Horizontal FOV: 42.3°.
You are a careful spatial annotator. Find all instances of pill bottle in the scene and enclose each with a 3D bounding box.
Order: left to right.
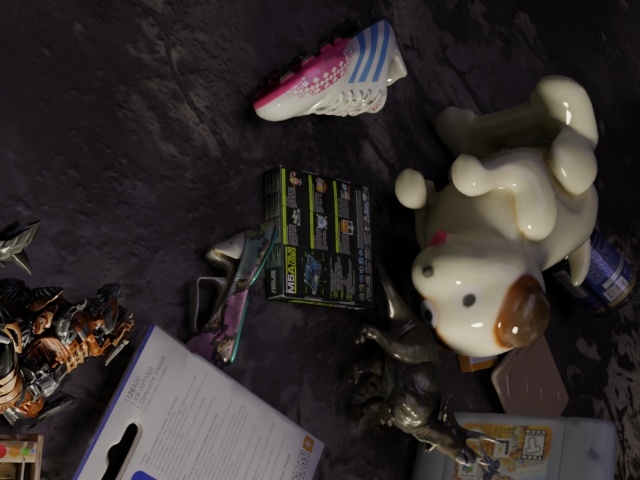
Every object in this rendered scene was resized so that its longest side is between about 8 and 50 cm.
[{"bbox_3d":[0.509,0.038,1.618,0.219,0.123,0.123,45,51,-11],"label":"pill bottle"}]

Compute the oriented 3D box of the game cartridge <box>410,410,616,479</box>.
[{"bbox_3d":[0.263,0.347,1.184,0.062,0.297,0.198,50,47,-38],"label":"game cartridge"}]

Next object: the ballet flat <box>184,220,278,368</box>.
[{"bbox_3d":[-0.119,0.054,1.060,0.079,0.077,0.222,26,60,-15],"label":"ballet flat"}]

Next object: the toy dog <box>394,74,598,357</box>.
[{"bbox_3d":[0.278,0.000,1.341,0.408,0.284,0.395,-57,129,-35],"label":"toy dog"}]

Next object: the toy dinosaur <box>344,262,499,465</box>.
[{"bbox_3d":[0.123,0.193,1.215,0.160,0.121,0.314,-1,65,-36],"label":"toy dinosaur"}]

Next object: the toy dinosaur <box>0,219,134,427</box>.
[{"bbox_3d":[-0.322,0.095,0.801,0.322,0.164,0.218,-40,125,-65],"label":"toy dinosaur"}]

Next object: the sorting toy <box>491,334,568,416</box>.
[{"bbox_3d":[0.377,0.269,1.499,0.193,0.038,0.208,-38,114,-43],"label":"sorting toy"}]

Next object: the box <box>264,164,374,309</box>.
[{"bbox_3d":[0.000,0.000,1.204,0.184,0.045,0.191,8,74,-40],"label":"box"}]

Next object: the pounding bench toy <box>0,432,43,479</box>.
[{"bbox_3d":[-0.320,0.234,0.821,0.065,0.052,0.083,13,70,-41],"label":"pounding bench toy"}]

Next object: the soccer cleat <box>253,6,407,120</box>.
[{"bbox_3d":[0.034,-0.237,1.248,0.331,0.116,0.143,-45,110,-42],"label":"soccer cleat"}]

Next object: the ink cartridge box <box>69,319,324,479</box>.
[{"bbox_3d":[-0.158,0.301,0.954,0.307,0.072,0.304,40,55,-27],"label":"ink cartridge box"}]

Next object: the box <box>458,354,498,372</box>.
[{"bbox_3d":[0.263,0.154,1.428,0.081,0.028,0.136,-2,78,-44],"label":"box"}]
